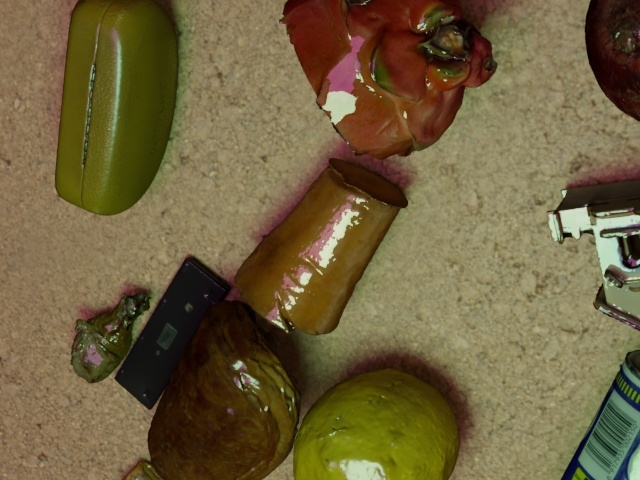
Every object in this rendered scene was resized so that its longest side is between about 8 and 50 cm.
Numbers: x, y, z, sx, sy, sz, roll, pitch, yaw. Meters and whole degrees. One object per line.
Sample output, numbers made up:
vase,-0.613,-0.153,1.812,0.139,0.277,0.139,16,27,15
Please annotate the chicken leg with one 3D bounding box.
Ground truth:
chicken leg,-0.385,0.165,2.110,0.103,0.088,0.227,44,123,16

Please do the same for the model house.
model house,0.507,0.035,1.661,0.326,0.169,0.244,-7,109,23

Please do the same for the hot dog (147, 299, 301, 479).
hot dog,-0.162,0.274,1.965,0.387,0.174,0.267,-60,44,39

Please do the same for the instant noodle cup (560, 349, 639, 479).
instant noodle cup,0.494,0.342,1.744,0.284,0.284,0.312,21,108,13

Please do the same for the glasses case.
glasses case,-0.320,-0.220,1.886,0.141,0.173,0.371,20,118,15

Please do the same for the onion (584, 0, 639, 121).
onion,0.471,-0.278,1.509,0.276,0.276,0.276,8,112,19

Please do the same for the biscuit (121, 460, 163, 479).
biscuit,-0.233,0.575,2.216,0.379,0.054,0.094,44,120,4

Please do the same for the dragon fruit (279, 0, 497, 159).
dragon fruit,0.111,-0.275,1.641,0.226,0.305,0.305,-31,96,22

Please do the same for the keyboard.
keyboard,-0.267,0.171,2.099,0.106,0.027,0.317,39,119,8

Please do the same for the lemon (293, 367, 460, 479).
lemon,0.090,0.336,1.878,0.260,0.284,0.260,40,157,20

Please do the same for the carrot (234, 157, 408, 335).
carrot,0.000,0.000,1.840,0.196,0.196,0.254,33,114,7
